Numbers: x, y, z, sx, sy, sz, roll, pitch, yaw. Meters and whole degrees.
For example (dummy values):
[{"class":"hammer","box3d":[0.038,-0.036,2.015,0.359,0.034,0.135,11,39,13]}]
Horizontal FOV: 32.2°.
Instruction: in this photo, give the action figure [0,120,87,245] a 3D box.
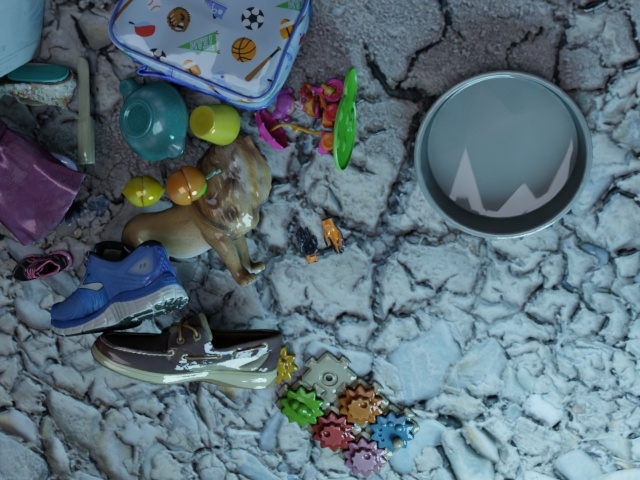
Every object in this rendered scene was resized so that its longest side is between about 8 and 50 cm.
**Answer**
[{"class":"action figure","box3d":[-0.541,-0.165,1.807,0.248,0.275,0.370,-39,113,20]}]

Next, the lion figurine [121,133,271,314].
[{"class":"lion figurine","box3d":[-0.239,-0.015,1.938,0.392,0.142,0.240,-23,99,20]}]

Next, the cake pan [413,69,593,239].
[{"class":"cake pan","box3d":[0.304,-0.146,1.858,0.293,0.054,0.293,2,111,6]}]

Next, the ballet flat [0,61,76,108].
[{"class":"ballet flat","box3d":[-0.535,-0.269,1.908,0.241,0.091,0.077,11,138,7]}]

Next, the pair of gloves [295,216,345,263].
[{"class":"pair of gloves","box3d":[0.000,0.000,1.979,0.083,0.010,0.074,-17,110,16]}]

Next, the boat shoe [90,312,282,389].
[{"class":"boat shoe","box3d":[-0.227,0.180,1.952,0.342,0.123,0.123,10,107,-20]}]

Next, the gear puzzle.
[{"class":"gear puzzle","box3d":[0.016,0.305,2.077,0.339,0.044,0.175,40,111,-8]}]

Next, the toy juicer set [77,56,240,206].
[{"class":"toy juicer set","box3d":[-0.295,-0.167,1.875,0.329,0.089,0.209,22,101,27]}]

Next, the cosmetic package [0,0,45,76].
[{"class":"cosmetic package","box3d":[-0.539,-0.394,1.777,0.138,0.224,0.224,12,113,3]}]

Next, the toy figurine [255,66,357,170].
[{"class":"toy figurine","box3d":[-0.029,-0.210,1.857,0.159,0.130,0.173,7,90,14]}]

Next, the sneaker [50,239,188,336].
[{"class":"sneaker","box3d":[-0.358,0.079,1.924,0.330,0.130,0.147,-21,78,40]}]

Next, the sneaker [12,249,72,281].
[{"class":"sneaker","box3d":[-0.518,0.053,2.041,0.119,0.057,0.047,-17,110,15]}]

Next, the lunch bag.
[{"class":"lunch bag","box3d":[-0.181,-0.350,1.775,0.303,0.115,0.243,23,91,1]}]
